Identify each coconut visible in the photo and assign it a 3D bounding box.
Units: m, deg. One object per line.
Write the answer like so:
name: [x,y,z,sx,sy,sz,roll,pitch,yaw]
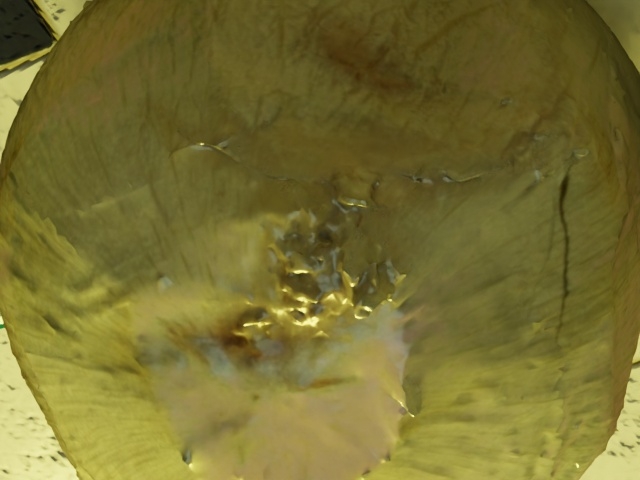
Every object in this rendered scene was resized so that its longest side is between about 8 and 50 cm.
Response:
coconut: [0.000,0.000,0.853,0.297,0.254,0.297,3,126,4]

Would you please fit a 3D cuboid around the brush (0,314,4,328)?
brush: [-0.222,0.046,1.053,0.193,0.032,0.043,-11,123,17]
